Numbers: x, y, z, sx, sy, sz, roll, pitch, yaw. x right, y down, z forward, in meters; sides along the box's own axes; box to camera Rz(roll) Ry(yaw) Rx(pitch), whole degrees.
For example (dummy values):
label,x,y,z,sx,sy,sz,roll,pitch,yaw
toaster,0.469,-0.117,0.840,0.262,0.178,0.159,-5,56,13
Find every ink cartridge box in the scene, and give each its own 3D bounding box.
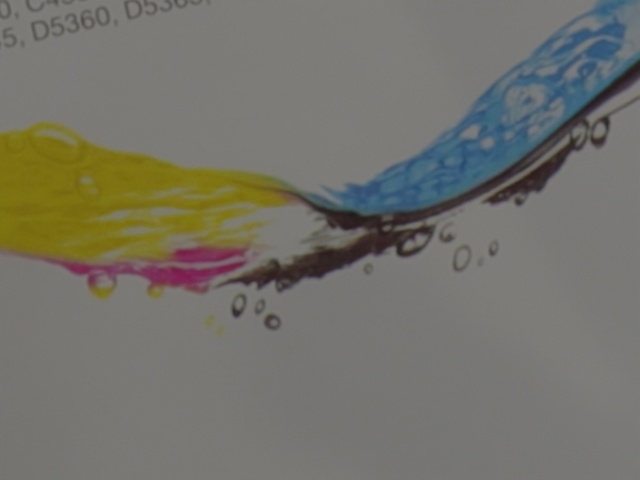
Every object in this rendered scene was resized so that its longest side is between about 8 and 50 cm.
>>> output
label,x,y,z,sx,sy,sz,roll,pitch,yaw
ink cartridge box,0.000,0.000,0.462,0.197,0.198,0.270,-13,-94,-3
